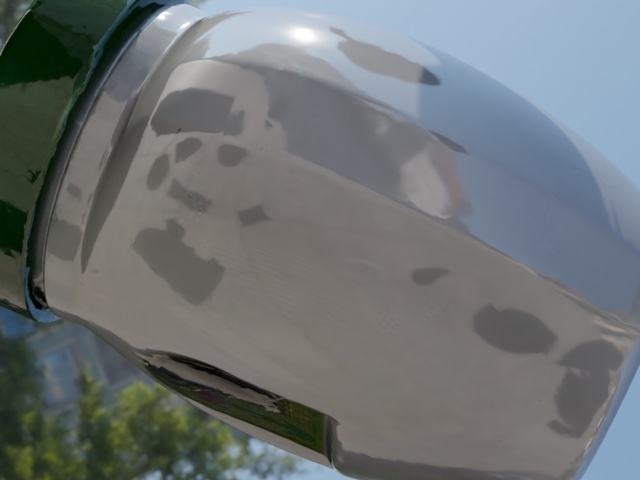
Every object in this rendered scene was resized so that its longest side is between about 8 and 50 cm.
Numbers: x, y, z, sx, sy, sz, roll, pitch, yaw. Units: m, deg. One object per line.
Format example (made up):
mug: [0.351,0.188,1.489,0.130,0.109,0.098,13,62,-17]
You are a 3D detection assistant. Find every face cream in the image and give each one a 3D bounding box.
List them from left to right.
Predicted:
face cream: [0.000,0.000,0.796,0.357,0.219,0.312,23,-18,9]
